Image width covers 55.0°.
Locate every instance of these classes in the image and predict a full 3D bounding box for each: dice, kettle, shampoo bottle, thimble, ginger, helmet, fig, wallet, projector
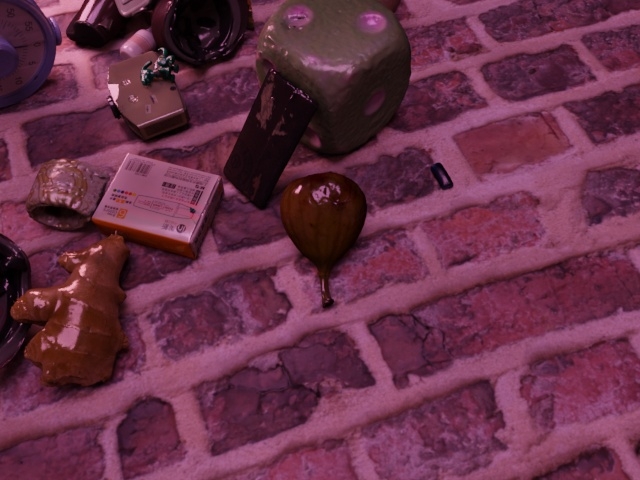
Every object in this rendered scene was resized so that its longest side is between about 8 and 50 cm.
[{"bbox_3d":[0.029,-0.452,1.636,0.318,0.322,0.330,-39,68,-20],"label":"dice"},{"bbox_3d":[-0.687,-0.714,1.911,0.202,0.144,0.232,10,61,27],"label":"kettle"},{"bbox_3d":[-0.531,-0.616,1.882,0.074,0.074,0.192,25,62,15],"label":"shampoo bottle"},{"bbox_3d":[-0.634,-0.116,1.552,0.190,0.137,0.144,3,57,7],"label":"thimble"},{"bbox_3d":[-0.559,0.149,1.404,0.236,0.166,0.376,-3,48,-9],"label":"ginger"},{"bbox_3d":[-0.797,0.142,1.353,0.197,0.270,0.339,-17,72,42],"label":"helmet"},{"bbox_3d":[0.000,0.000,1.471,0.216,0.217,0.321,2,83,2],"label":"fig"},{"bbox_3d":[-0.138,-0.255,1.552,0.170,0.321,0.044,44,32,23],"label":"wallet"},{"bbox_3d":[-0.375,-0.654,1.836,0.177,0.225,0.305,17,45,43],"label":"helmet"},{"bbox_3d":[-0.503,-0.406,1.750,0.193,0.088,0.270,-24,62,-13],"label":"projector"}]

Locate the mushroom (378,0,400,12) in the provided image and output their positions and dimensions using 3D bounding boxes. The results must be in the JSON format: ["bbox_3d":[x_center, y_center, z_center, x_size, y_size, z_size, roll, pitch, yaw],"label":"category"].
[{"bbox_3d":[0.080,-0.799,1.860,0.362,0.363,0.295,10,20,7],"label":"mushroom"}]

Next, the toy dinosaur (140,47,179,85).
[{"bbox_3d":[-0.453,-0.488,1.722,0.096,0.059,0.133,5,66,8],"label":"toy dinosaur"}]

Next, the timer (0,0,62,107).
[{"bbox_3d":[-0.899,-0.538,1.678,0.395,0.395,0.173,-34,64,-17],"label":"timer"}]

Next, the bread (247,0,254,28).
[{"bbox_3d":[-0.283,-0.713,1.935,0.139,0.074,0.084,-7,57,-5],"label":"bread"}]

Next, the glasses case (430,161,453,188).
[{"bbox_3d":[0.324,-0.175,1.640,0.033,0.023,0.083,-19,61,-12],"label":"glasses case"}]

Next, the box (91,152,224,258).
[{"bbox_3d":[-0.405,-0.089,1.561,0.273,0.091,0.221,16,62,10],"label":"box"}]

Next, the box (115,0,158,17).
[{"bbox_3d":[-0.539,-0.801,1.831,0.163,0.244,0.135,-11,14,38],"label":"box"}]
